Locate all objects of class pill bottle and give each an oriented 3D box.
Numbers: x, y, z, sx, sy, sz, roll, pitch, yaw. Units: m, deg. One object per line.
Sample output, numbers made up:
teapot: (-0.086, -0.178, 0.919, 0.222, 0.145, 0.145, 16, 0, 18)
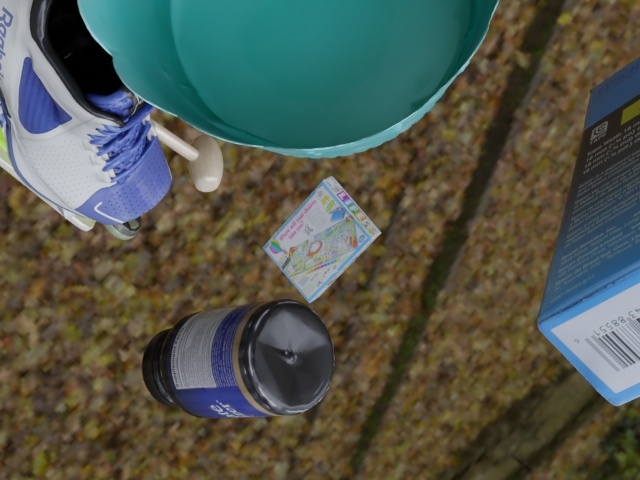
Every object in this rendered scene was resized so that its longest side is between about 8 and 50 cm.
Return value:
pill bottle: (-0.098, 0.134, 1.285, 0.122, 0.123, 0.219, -28, -169, -41)

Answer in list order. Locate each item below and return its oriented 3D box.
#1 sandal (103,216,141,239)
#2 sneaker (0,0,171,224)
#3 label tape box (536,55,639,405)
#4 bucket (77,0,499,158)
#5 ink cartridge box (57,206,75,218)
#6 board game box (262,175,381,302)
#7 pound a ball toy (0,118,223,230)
sandal: (-0.418, -0.112, 2.071, 0.086, 0.303, 0.120, -43, 148, 23)
sneaker: (-0.198, -0.118, 1.020, 0.127, 0.182, 0.316, -51, 141, -22)
label tape box: (0.312, -0.059, 0.907, 0.240, 0.106, 0.334, -34, -161, 39)
bucket: (-0.011, -0.184, 0.805, 0.281, 0.281, 0.183, -53, 175, 3)
ink cartridge box: (-0.290, -0.097, 1.261, 0.052, 0.122, 0.089, -30, 151, -20)
board game box: (0.000, 0.000, 1.590, 0.154, 0.103, 0.026, -46, 170, 37)
pound a ball toy: (-0.296, -0.159, 1.487, 0.208, 0.136, 0.319, -30, 127, 26)
